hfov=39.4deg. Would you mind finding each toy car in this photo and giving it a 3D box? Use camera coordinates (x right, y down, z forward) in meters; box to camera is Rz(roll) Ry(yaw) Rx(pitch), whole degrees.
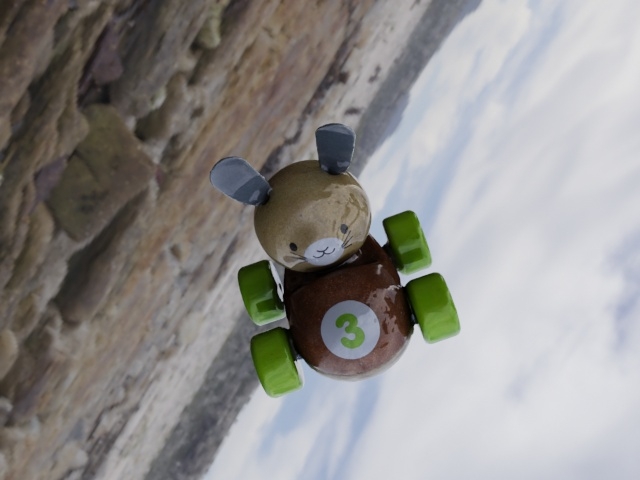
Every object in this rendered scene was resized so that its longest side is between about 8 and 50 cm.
[{"bbox_3d":[0.000,0.000,0.657,0.155,0.188,0.149,-19,-137,3],"label":"toy car"}]
